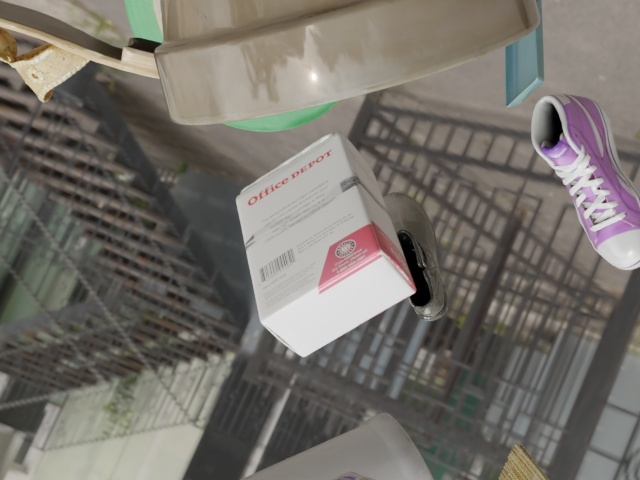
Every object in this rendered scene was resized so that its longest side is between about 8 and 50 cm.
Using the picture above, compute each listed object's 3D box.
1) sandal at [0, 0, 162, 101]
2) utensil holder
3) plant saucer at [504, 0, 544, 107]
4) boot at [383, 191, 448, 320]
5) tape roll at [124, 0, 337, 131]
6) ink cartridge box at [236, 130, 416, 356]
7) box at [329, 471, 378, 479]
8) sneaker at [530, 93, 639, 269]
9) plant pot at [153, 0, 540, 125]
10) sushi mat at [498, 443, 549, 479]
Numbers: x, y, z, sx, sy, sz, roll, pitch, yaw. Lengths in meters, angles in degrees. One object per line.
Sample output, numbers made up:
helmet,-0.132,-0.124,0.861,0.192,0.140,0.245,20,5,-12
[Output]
sandal,-0.245,-0.166,0.956,0.240,0.079,0.088,14,-161,-4
utensil holder,-0.006,0.502,1.618,0.327,0.385,0.327,159,90,-79
plant saucer,0.252,-0.254,1.241,0.018,0.192,0.067,17,148,-18
boot,0.152,0.008,1.665,0.083,0.246,0.161,-20,159,7
tape roll,-0.081,-0.294,1.223,0.321,0.321,0.077,23,-145,9
ink cartridge box,0.000,0.000,1.150,0.092,0.159,0.218,46,-161,-41
box,0.118,0.368,1.301,0.063,0.067,0.324,-15,-172,-35
sneaker,0.387,-0.087,1.487,0.102,0.282,0.161,-32,159,36
plant pot,-0.010,-0.274,0.826,0.323,0.323,0.280,13,123,61
sushi mat,0.299,0.412,1.384,0.019,0.151,0.316,17,-169,-13
